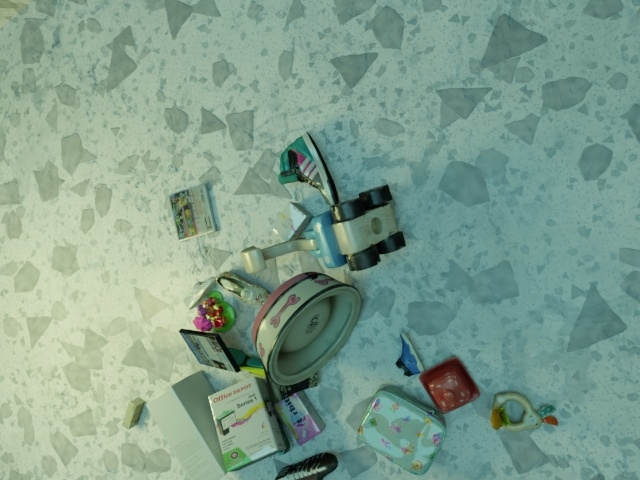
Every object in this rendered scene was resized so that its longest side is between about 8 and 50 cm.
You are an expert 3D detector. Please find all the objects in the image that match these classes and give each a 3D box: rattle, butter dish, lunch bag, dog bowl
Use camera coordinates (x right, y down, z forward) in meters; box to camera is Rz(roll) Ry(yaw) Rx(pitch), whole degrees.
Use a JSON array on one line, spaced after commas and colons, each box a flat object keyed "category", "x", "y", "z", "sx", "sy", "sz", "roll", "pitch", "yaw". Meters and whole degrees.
[{"category": "rattle", "x": 0.651, "y": 0.561, "z": 1.427, "sx": 0.199, "sy": 0.143, "sz": 0.130, "roll": 12, "pitch": 76, "yaw": 23}, {"category": "butter dish", "x": 0.429, "y": 0.499, "z": 1.501, "sx": 0.159, "sy": 0.118, "sz": 0.160, "roll": -33, "pitch": 84, "yaw": 14}, {"category": "lunch bag", "x": 0.288, "y": 0.646, "z": 1.556, "sx": 0.279, "sy": 0.108, "sz": 0.224, "roll": 27, "pitch": 93, "yaw": 14}, {"category": "dog bowl", "x": -0.055, "y": 0.284, "z": 1.529, "sx": 0.150, "sy": 0.408, "sz": 0.408, "roll": 37, "pitch": 102, "yaw": 35}]

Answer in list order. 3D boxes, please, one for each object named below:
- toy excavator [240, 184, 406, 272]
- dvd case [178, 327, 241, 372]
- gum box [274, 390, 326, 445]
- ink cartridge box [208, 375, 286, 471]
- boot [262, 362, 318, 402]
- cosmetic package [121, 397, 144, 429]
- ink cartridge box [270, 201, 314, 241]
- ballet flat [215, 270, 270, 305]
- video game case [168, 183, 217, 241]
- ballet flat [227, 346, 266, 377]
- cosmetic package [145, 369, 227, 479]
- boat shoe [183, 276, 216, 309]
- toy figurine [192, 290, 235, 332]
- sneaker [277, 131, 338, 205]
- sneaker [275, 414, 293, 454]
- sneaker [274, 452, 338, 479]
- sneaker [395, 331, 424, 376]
[{"category": "toy excavator", "x": 0.000, "y": 0.000, "z": 1.553, "sx": 0.445, "sy": 0.432, "sz": 0.223, "roll": -10, "pitch": 102, "yaw": 50}, {"category": "dvd case", "x": -0.431, "y": 0.423, "z": 1.740, "sx": 0.253, "sy": 0.022, "sz": 0.180, "roll": -3, "pitch": 120, "yaw": 42}, {"category": "gum box", "x": -0.081, "y": 0.657, "z": 1.699, "sx": 0.107, "sy": 0.062, "sz": 0.188, "roll": -38, "pitch": 80, "yaw": 14}, {"category": "ink cartridge box", "x": -0.275, "y": 0.674, "z": 1.672, "sx": 0.201, "sy": 0.117, "sz": 0.278, "roll": -24, "pitch": 64, "yaw": 1}, {"category": "boot", "x": -0.118, "y": 0.459, "z": 1.670, "sx": 0.178, "sy": 0.085, "sz": 0.237, "roll": -11, "pitch": 78, "yaw": -21}, {"category": "cosmetic package", "x": -0.804, "y": 0.743, "z": 1.935, "sx": 0.041, "sy": 0.060, "sz": 0.115, "roll": 22, "pitch": 98, "yaw": 15}, {"category": "ink cartridge box", "x": -0.110, "y": -0.061, "z": 1.688, "sx": 0.090, "sy": 0.092, "sz": 0.143, "roll": 40, "pitch": 103, "yaw": 13}, {"category": "ballet flat", "x": -0.311, "y": 0.195, "z": 1.762, "sx": 0.240, "sy": 0.077, "sz": 0.091, "roll": 21, "pitch": 96, "yaw": 16}, {"category": "video game case", "x": -0.529, "y": -0.112, "z": 1.859, "sx": 0.183, "sy": 0.023, "sz": 0.202, "roll": -14, "pitch": 87, "yaw": 17}, {"category": "ballet flat", "x": -0.292, "y": 0.487, "z": 1.766, "sx": 0.230, "sy": 0.077, "sz": 0.077, "roll": 11, "pitch": 123, "yaw": 16}, {"category": "cosmetic package", "x": -0.470, "y": 0.726, "z": 1.748, "sx": 0.156, "sy": 0.217, "sz": 0.385, "roll": -40, "pitch": 78, "yaw": 14}, {"category": "boat shoe", "x": -0.492, "y": 0.202, "z": 1.833, "sx": 0.063, "sy": 0.066, "sz": 0.184, "roll": 47, "pitch": 113, "yaw": 11}, {"category": "toy figurine", "x": -0.435, "y": 0.288, "z": 1.760, "sx": 0.130, "sy": 0.159, "sz": 0.173, "roll": -21, "pitch": 84, "yaw": 17}, {"category": "sneaker", "x": -0.062, "y": -0.232, "z": 1.651, "sx": 0.178, "sy": 0.124, "sz": 0.296, "roll": -26, "pitch": 75, "yaw": 11}, {"category": "sneaker", "x": -0.165, "y": 0.739, "z": 1.720, "sx": 0.065, "sy": 0.076, "sz": 0.167, "roll": -37, "pitch": 80, "yaw": 14}, {"category": "sneaker", "x": -0.024, "y": 0.904, "z": 1.673, "sx": 0.281, "sy": 0.106, "sz": 0.163, "roll": -30, "pitch": 87, "yaw": 26}, {"category": "sneaker", "x": 0.294, "y": 0.403, "z": 1.578, "sx": 0.084, "sy": 0.058, "sz": 0.152, "roll": -27, "pitch": 89, "yaw": 8}]
